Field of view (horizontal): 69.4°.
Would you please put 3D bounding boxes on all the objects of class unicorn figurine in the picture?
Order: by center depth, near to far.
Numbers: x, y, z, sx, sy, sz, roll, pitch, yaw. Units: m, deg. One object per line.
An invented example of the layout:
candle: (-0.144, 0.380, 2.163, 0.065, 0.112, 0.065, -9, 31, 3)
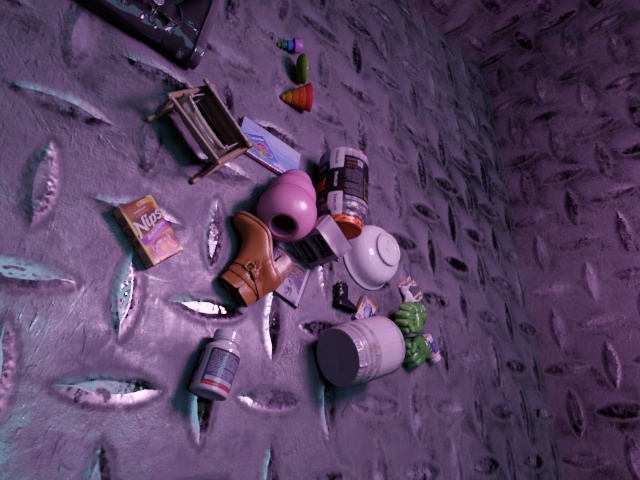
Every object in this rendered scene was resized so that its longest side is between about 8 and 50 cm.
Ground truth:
unicorn figurine: (0.401, 0.250, 2.072, 0.060, 0.111, 0.161, 68, -4, -61)

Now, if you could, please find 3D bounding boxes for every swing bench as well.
swing bench: (-0.365, -0.364, 1.493, 0.253, 0.165, 0.254, 55, 43, -12)

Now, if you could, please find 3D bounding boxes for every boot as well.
boot: (-0.245, 0.058, 1.493, 0.220, 0.109, 0.283, -39, 94, -31)
boot: (-0.570, -0.824, 1.520, 0.445, 0.146, 0.366, 23, 55, -32)
boot: (0.098, 0.221, 1.800, 0.121, 0.045, 0.099, 29, 48, -36)

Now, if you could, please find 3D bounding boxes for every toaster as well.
toaster: (0.000, 0.000, 1.701, 0.185, 0.168, 0.110, 56, 44, -13)

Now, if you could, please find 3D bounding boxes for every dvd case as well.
dvd case: (-0.133, 0.114, 1.627, 0.221, 0.018, 0.164, 41, 48, -26)

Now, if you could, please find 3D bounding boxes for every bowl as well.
bowl: (0.240, 0.054, 1.949, 0.298, 0.134, 0.297, 20, 60, -39)

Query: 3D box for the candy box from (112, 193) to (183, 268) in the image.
candy box: (-0.485, -0.026, 1.305, 0.109, 0.053, 0.186, -37, 98, -47)

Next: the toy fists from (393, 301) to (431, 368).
toy fists: (0.388, 0.398, 1.950, 0.142, 0.096, 0.278, -9, 94, -35)

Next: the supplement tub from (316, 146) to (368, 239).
supplement tub: (0.088, -0.185, 1.844, 0.207, 0.207, 0.337, 26, 55, -36)

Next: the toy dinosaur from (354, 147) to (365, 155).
toy dinosaur: (0.161, -0.332, 2.095, 0.118, 0.064, 0.268, 29, 57, -43)

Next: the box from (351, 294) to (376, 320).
box: (0.172, 0.294, 1.852, 0.081, 0.028, 0.136, 48, 43, -19)

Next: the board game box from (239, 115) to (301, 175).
board game box: (-0.195, -0.341, 1.758, 0.281, 0.027, 0.145, 30, 52, -34)

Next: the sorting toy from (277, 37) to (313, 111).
sorting toy: (-0.121, -0.712, 1.968, 0.126, 0.127, 0.365, -4, 71, -16)

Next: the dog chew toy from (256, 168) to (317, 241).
dog chew toy: (-0.106, -0.144, 1.639, 0.206, 0.207, 0.331, 44, 30, -23)

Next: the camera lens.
camera lens: (0.150, 0.389, 1.644, 0.274, 0.219, 0.219, -1, 74, -46)

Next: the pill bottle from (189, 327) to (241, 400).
pill bottle: (-0.286, 0.347, 1.301, 0.108, 0.108, 0.180, 37, 50, -29)

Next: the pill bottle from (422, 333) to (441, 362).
pill bottle: (0.487, 0.482, 2.060, 0.067, 0.067, 0.120, -37, 100, -47)
